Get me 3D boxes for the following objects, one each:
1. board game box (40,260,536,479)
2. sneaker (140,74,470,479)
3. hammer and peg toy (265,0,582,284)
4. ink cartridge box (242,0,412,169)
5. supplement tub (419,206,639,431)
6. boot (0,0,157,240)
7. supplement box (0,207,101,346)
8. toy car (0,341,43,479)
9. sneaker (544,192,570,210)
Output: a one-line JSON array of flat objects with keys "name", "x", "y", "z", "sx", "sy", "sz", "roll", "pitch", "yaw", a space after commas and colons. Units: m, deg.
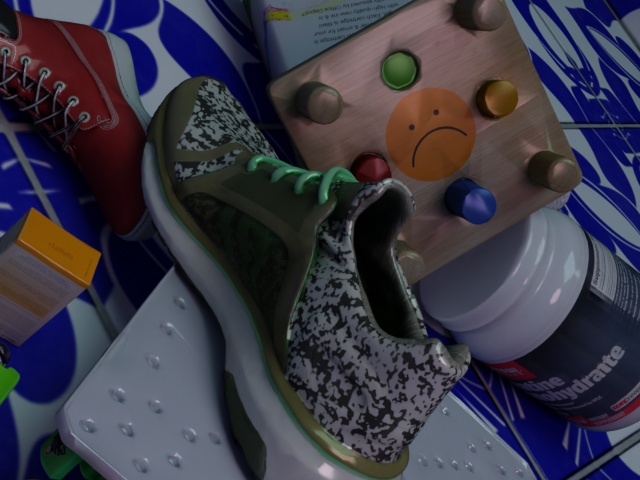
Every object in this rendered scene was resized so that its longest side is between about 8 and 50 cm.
[{"name": "board game box", "x": 0.008, "y": 0.176, "z": 0.904, "sx": 0.390, "sy": 0.050, "sz": 0.390, "roll": 42, "pitch": 25, "yaw": -7}, {"name": "sneaker", "x": 0.000, "y": 0.000, "z": 0.880, "sx": 0.158, "sy": 0.182, "sz": 0.410, "roll": 17, "pitch": 37, "yaw": -46}, {"name": "hammer and peg toy", "x": 0.065, "y": -0.074, "z": 1.167, "sx": 0.266, "sy": 0.361, "sz": 0.127, "roll": 61, "pitch": -5, "yaw": -18}, {"name": "ink cartridge box", "x": 0.035, "y": -0.234, "z": 1.338, "sx": 0.201, "sy": 0.117, "sz": 0.278, "roll": -12, "pitch": 58, "yaw": -10}, {"name": "supplement tub", "x": 0.265, "y": 0.081, "z": 1.322, "sx": 0.272, "sy": 0.191, "sz": 0.191, "roll": 34, "pitch": 34, "yaw": -26}, {"name": "boot", "x": -0.228, "y": -0.107, "z": 0.982, "sx": 0.176, "sy": 0.088, "sz": 0.244, "roll": 15, "pitch": 38, "yaw": -44}, {"name": "supplement box", "x": -0.213, "y": 0.028, "z": 0.837, "sx": 0.062, "sy": 0.098, "sz": 0.036, "roll": 37, "pitch": 37, "yaw": -24}, {"name": "toy car", "x": -0.209, "y": 0.125, "z": 0.783, "sx": 0.225, "sy": 0.053, "sz": 0.239, "roll": 45, "pitch": 30, "yaw": -10}, {"name": "sneaker", "x": 0.181, "y": -0.108, "z": 1.423, "sx": 0.268, "sy": 0.101, "sz": 0.153, "roll": 17, "pitch": 17, "yaw": 14}]
